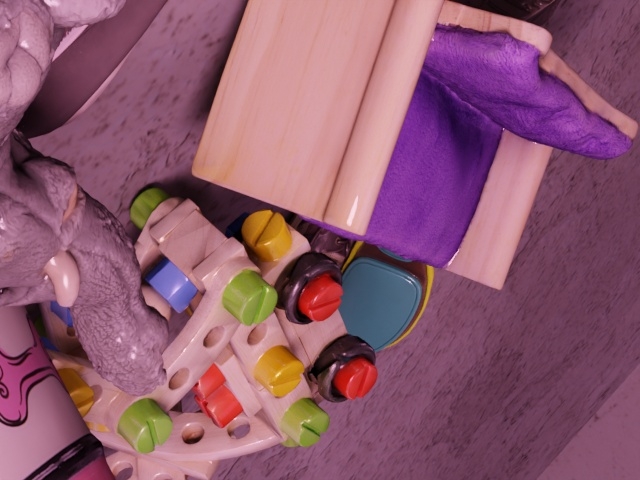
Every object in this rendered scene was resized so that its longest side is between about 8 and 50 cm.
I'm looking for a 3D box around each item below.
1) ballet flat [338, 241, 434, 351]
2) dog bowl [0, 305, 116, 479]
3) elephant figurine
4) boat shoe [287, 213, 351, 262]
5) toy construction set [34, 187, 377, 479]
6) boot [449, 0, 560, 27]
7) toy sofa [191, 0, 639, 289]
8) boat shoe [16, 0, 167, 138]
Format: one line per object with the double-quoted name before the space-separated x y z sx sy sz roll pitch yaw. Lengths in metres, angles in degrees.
"ballet flat" 0.067 0.001 1.573 0.077 0.077 0.231 -55 166 -40
"dog bowl" -0.260 0.200 0.940 0.408 0.150 0.408 -43 177 -3
"elephant figurine" -0.163 -0.034 0.803 0.169 0.186 0.239 -35 149 -45
"boat shoe" 0.000 0.000 1.448 0.152 0.049 0.056 -51 160 4
"toy construction set" -0.083 0.088 1.272 0.215 0.151 0.328 -41 159 -14
"boot" 0.134 -0.182 1.319 0.189 0.076 0.208 -44 180 -18
"toy sofa" 0.076 -0.059 1.263 0.150 0.177 0.362 -70 160 0
"boat shoe" -0.085 -0.175 0.852 0.335 0.112 0.095 -54 165 23
